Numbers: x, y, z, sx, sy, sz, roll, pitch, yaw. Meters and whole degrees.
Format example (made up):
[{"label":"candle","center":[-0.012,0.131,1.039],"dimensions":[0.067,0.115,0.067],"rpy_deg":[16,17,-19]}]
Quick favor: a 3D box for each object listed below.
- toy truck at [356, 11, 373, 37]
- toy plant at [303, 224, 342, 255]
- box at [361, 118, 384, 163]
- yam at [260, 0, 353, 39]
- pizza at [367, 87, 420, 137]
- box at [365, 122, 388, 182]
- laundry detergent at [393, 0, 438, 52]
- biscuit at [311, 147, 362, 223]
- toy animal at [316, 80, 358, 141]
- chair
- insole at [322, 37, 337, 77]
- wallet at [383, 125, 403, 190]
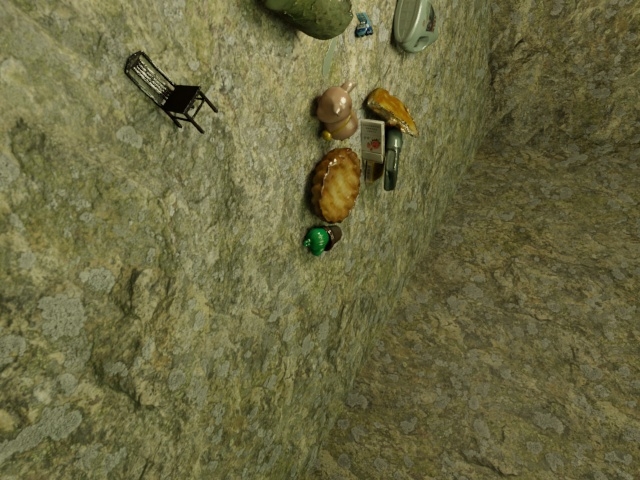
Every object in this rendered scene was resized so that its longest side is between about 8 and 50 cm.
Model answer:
[{"label":"toy truck","center":[0.171,-0.858,1.757],"dimensions":[0.073,0.056,0.090],"rpy_deg":[-42,126,-49]},{"label":"toy plant","center":[0.000,0.000,1.895],"dimensions":[0.201,0.105,0.142],"rpy_deg":[-23,141,-33]},{"label":"box","center":[0.241,-0.456,2.036],"dimensions":[0.029,0.109,0.198],"rpy_deg":[-44,140,-40]},{"label":"yam","center":[-0.035,-0.734,1.327],"dimensions":[0.300,0.195,0.195],"rpy_deg":[-6,111,-57]},{"label":"pizza","center":[0.337,-0.576,2.015],"dimensions":[0.071,0.297,0.189],"rpy_deg":[-44,-158,44]},{"label":"box","center":[0.280,-0.432,2.185],"dimensions":[0.152,0.044,0.269],"rpy_deg":[-37,137,-51]},{"label":"laundry detergent","center":[0.479,-1.019,2.127],"dimensions":[0.398,0.125,0.263],"rpy_deg":[-13,115,-60]},{"label":"biscuit","center":[0.061,-0.231,1.860],"dimensions":[0.326,0.107,0.325],"rpy_deg":[-30,128,-48]},{"label":"toy animal","center":[0.067,-0.479,1.702],"dimensions":[0.248,0.149,0.165],"rpy_deg":[67,33,-65]},{"label":"chair","center":[-0.357,-0.359,1.070],"dimensions":[0.084,0.102,0.212],"rpy_deg":[-64,151,-15]},{"label":"insole","center":[0.034,-0.689,1.660],"dimensions":[0.053,0.002,0.152],"rpy_deg":[20,88,-61]},{"label":"wallet","center":[0.356,-0.445,2.150],"dimensions":[0.252,0.083,0.360],"rpy_deg":[64,32,-74]}]
